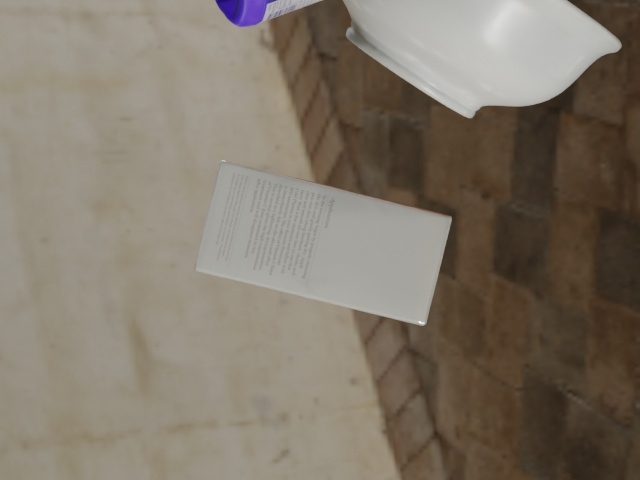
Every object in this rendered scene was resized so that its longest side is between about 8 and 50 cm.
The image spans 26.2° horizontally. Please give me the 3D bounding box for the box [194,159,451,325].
[{"bbox_3d":[0.000,0.000,2.067,0.215,0.345,0.168,-140,64,-86],"label":"box"}]

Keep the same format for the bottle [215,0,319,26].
[{"bbox_3d":[-0.004,-0.371,1.799,0.092,0.283,0.118,54,153,24],"label":"bottle"}]

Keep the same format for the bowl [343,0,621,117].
[{"bbox_3d":[0.116,-0.206,1.263,0.134,0.298,0.298,-56,32,11],"label":"bowl"}]
